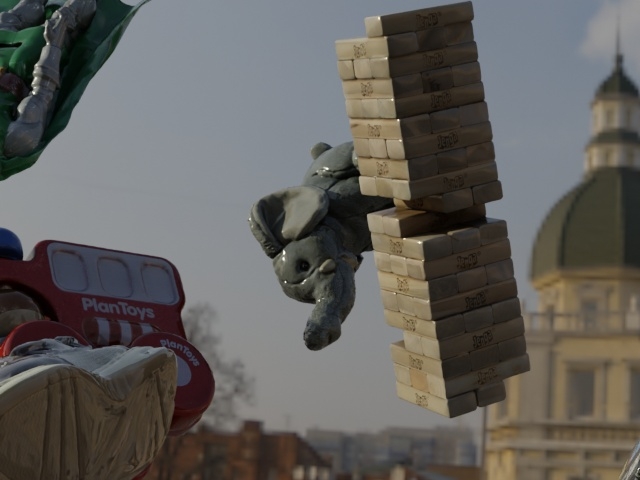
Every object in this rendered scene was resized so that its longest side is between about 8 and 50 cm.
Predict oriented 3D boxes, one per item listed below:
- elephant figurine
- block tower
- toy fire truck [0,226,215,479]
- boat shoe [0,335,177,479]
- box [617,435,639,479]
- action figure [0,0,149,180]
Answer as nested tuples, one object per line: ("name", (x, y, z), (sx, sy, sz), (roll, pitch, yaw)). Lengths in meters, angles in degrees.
("elephant figurine", (0.000, 0.000, 1.530), (0.169, 0.239, 0.186), (47, -20, -3))
("block tower", (0.095, -0.028, 1.153), (0.091, 0.335, 0.097), (-15, 12, -25))
("toy fire truck", (-0.260, 0.106, 1.370), (0.302, 0.254, 0.169), (10, -43, -35))
("boat shoe", (-0.169, 0.110, 0.804), (0.092, 0.103, 0.285), (6, 6, 14))
("box", (0.246, 0.155, 0.719), (0.175, 0.051, 0.220), (24, -14, 13))
("action figure", (-0.180, -0.098, 0.795), (0.137, 0.232, 0.063), (-5, -50, 15))
